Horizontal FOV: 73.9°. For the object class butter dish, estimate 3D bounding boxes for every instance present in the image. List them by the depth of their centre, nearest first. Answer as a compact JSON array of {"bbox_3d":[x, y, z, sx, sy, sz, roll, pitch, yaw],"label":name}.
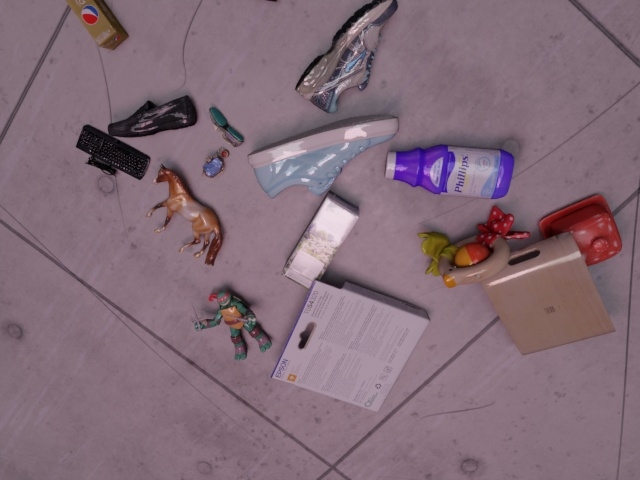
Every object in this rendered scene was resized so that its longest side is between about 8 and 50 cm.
[{"bbox_3d":[0.631,-0.002,0.998,0.160,0.118,0.160,-26,102,12],"label":"butter dish"}]

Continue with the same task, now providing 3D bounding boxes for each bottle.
[{"bbox_3d":[0.295,-0.166,0.999,0.283,0.092,0.118,6,108,4],"label":"bottle"}]

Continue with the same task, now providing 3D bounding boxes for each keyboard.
[{"bbox_3d":[-0.549,-0.216,1.109,0.192,0.038,0.100,27,108,-1],"label":"keyboard"}]

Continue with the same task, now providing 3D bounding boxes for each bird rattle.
[{"bbox_3d":[0.366,0.035,1.001,0.254,0.207,0.143,-14,116,17],"label":"bird rattle"}]

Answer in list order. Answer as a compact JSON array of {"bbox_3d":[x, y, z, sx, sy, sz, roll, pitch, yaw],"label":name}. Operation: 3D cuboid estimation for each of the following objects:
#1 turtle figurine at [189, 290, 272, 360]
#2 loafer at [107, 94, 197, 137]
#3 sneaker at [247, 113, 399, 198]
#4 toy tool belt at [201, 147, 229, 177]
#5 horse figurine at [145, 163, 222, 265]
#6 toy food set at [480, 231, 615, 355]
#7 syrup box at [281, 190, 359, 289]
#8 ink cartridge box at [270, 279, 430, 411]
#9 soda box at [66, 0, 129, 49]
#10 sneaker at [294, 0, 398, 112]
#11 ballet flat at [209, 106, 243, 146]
[{"bbox_3d":[-0.236,0.218,1.162,0.175,0.118,0.234,-14,120,25],"label":"turtle figurine"},{"bbox_3d":[-0.418,-0.304,1.051,0.224,0.076,0.078,-11,100,5],"label":"loafer"},{"bbox_3d":[0.017,-0.192,1.014,0.366,0.135,0.150,-12,113,19],"label":"sneaker"},{"bbox_3d":[-0.267,-0.194,1.075,0.083,0.051,0.052,-43,98,16],"label":"toy tool belt"},{"bbox_3d":[-0.349,-0.055,1.120,0.263,0.066,0.174,42,112,-4],"label":"horse figurine"},{"bbox_3d":[0.550,0.141,1.042,0.220,0.092,0.306,-25,112,27],"label":"toy food set"},{"bbox_3d":[0.000,0.000,1.080,0.093,0.096,0.236,30,107,-5],"label":"syrup box"},{"bbox_3d":[0.075,0.279,1.150,0.330,0.071,0.324,22,109,-8],"label":"ink cartridge box"},{"bbox_3d":[-0.539,-0.545,0.996,0.058,0.061,0.181,-31,100,14],"label":"soda box"},{"bbox_3d":[0.075,-0.413,0.962,0.122,0.110,0.283,38,110,-24],"label":"sneaker"},{"bbox_3d":[-0.242,-0.276,1.057,0.041,0.041,0.114,-41,97,16],"label":"ballet flat"}]
